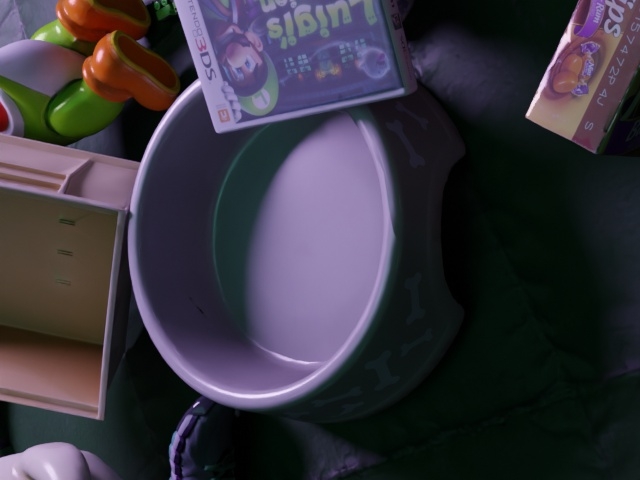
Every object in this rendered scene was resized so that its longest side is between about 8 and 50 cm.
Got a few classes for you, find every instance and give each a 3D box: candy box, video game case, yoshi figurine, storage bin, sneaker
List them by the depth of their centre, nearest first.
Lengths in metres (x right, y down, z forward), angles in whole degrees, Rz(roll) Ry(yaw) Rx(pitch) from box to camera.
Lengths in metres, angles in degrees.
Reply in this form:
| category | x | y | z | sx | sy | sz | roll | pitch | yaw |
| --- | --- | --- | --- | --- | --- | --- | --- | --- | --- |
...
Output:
| category | x | y | z | sx | sy | sz | roll | pitch | yaw |
| --- | --- | --- | --- | --- | --- | --- | --- | --- | --- |
| candy box | 0.207 | -0.107 | 0.508 | 0.053 | 0.187 | 0.109 | 36 | 114 | 33 |
| video game case | -0.032 | -0.179 | 0.642 | 0.190 | 0.022 | 0.173 | -6 | 109 | 36 |
| sneaker | -0.106 | 0.253 | 0.878 | 0.098 | 0.083 | 0.223 | 33 | 124 | 23 |
| storage bin | -0.334 | 0.030 | 0.905 | 0.260 | 0.123 | 0.262 | 11 | 119 | -3 |
| yoshi figurine | -0.315 | -0.122 | 0.996 | 0.362 | 0.203 | 0.203 | -36 | 106 | 22 |

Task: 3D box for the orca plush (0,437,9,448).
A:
| category | x | y | z | sx | sy | sz | roll | pitch | yaw |
| --- | --- | --- | --- | --- | --- | --- | --- | --- | --- |
| orca plush | -0.504 | 0.164 | 1.219 | 0.151 | 0.102 | 0.287 | -22 | 88 | -6 |

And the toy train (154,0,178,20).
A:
| category | x | y | z | sx | sy | sz | roll | pitch | yaw |
| --- | --- | --- | --- | --- | --- | --- | --- | --- | --- |
| toy train | -0.150 | -0.260 | 0.914 | 0.083 | 0.017 | 0.023 | -14 | 93 | 40 |

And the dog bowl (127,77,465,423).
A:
| category | x | y | z | sx | sy | sz | roll | pitch | yaw |
| --- | --- | --- | --- | --- | --- | --- | --- | --- | --- |
| dog bowl | -0.035 | -0.007 | 0.753 | 0.349 | 0.102 | 0.348 | -2 | 86 | 36 |

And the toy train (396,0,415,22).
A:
| category | x | y | z | sx | sy | sz | roll | pitch | yaw |
| --- | --- | --- | --- | --- | --- | --- | --- | --- | --- |
| toy train | -0.010 | -0.319 | 0.724 | 0.190 | 0.142 | 0.334 | -50 | 60 | 17 |

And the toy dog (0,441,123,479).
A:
| category | x | y | z | sx | sy | sz | roll | pitch | yaw |
| --- | --- | --- | --- | --- | --- | --- | --- | --- | --- |
| toy dog | -0.228 | 0.425 | 0.769 | 0.395 | 0.285 | 0.408 | -49 | 48 | 30 |
